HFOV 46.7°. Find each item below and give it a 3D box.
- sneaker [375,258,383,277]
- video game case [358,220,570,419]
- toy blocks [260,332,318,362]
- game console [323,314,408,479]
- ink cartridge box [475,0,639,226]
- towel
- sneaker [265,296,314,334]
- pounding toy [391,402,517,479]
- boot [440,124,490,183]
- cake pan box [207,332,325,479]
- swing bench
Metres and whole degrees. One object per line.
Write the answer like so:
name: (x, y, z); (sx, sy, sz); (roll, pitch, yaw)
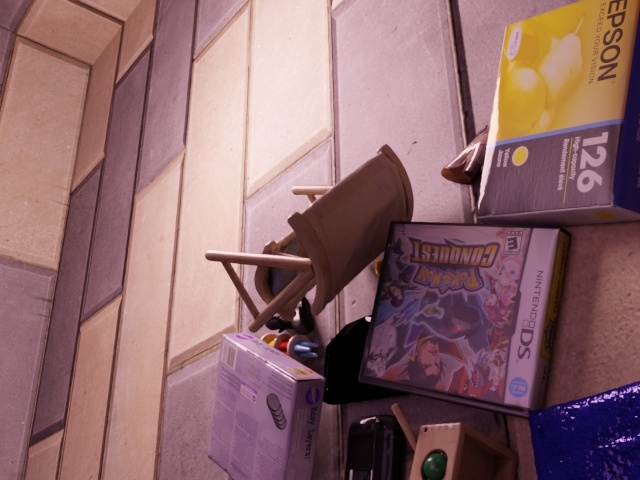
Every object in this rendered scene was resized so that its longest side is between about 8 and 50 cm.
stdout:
sneaker: (0.154, 0.029, 1.143); (0.175, 0.067, 0.064); (-34, 46, 40)
video game case: (0.190, 0.098, 1.026); (0.274, 0.035, 0.248); (3, 77, 41)
toy blocks: (-0.062, 0.233, 1.363); (0.148, 0.054, 0.123); (-7, 68, 53)
game console: (0.075, 0.292, 1.150); (0.213, 0.044, 0.361); (-23, 55, 51)
ink cartridge box: (0.351, -0.172, 0.960); (0.307, 0.072, 0.304); (-6, 68, 57)
towel: (0.322, 0.300, 0.756); (0.227, 0.076, 0.308); (-32, 49, 42)
sneaker: (-0.063, 0.146, 1.374); (0.089, 0.051, 0.170); (-34, 19, 9)
pounding toy: (0.158, 0.286, 0.926); (0.100, 0.141, 0.130); (-22, 43, 49)
boot: (0.234, -0.135, 1.136); (0.087, 0.042, 0.118); (-59, 15, -8)
cake pan box: (-0.106, 0.314, 1.307); (0.267, 0.070, 0.246); (17, 101, 52)
swing bench: (0.000, 0.000, 1.187); (0.254, 0.165, 0.253); (-19, 15, 48)
